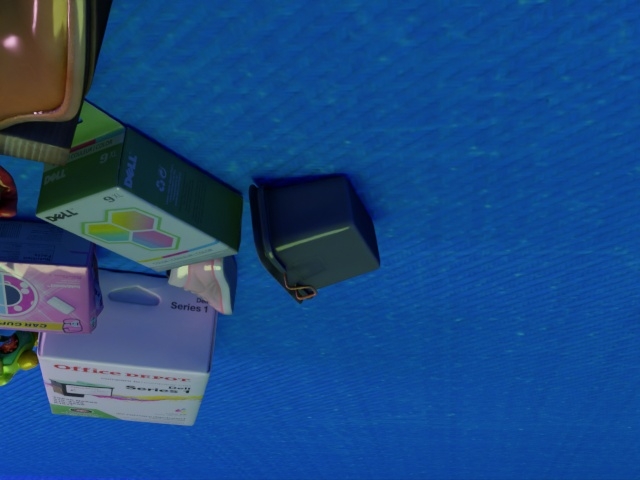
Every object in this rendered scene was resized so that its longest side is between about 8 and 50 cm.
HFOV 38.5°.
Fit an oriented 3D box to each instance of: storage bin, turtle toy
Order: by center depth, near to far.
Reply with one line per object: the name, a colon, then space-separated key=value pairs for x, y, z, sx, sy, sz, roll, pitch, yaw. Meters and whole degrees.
storage bin: x=0.000 y=0.000 z=0.867 sx=0.091 sy=0.098 sz=0.135 roll=-15 pitch=152 yaw=13
turtle toy: x=-0.426 y=0.149 z=1.215 sx=0.095 sy=0.130 sz=0.066 roll=-21 pitch=121 yaw=11

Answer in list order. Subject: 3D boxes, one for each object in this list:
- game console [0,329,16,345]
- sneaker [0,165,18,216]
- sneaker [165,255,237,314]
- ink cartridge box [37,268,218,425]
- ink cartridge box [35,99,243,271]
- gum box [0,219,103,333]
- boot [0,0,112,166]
game console: x=-0.520 y=0.038 z=1.078 sx=0.250 sy=0.173 sz=0.293 roll=-42 pitch=140 yaw=14
sneaker: x=-0.309 y=-0.028 z=0.745 sx=0.118 sy=0.107 sz=0.279 roll=-12 pitch=-169 yaw=-21
sneaker: x=-0.131 y=0.040 z=1.011 sx=0.070 sy=0.051 sz=0.134 roll=3 pitch=153 yaw=4
ink cartridge box: x=-0.245 y=0.145 z=1.173 sx=0.201 sy=0.117 sz=0.278 roll=7 pitch=155 yaw=-9
ink cartridge box: x=-0.178 y=-0.041 z=0.819 sx=0.109 sy=0.062 sz=0.209 roll=-13 pitch=151 yaw=34
gum box: x=-0.324 y=0.038 z=0.963 sx=0.188 sy=0.062 sz=0.107 roll=4 pitch=134 yaw=-8
boot: x=-0.249 y=-0.147 z=0.572 sx=0.220 sy=0.109 sz=0.283 roll=15 pitch=160 yaw=-17
